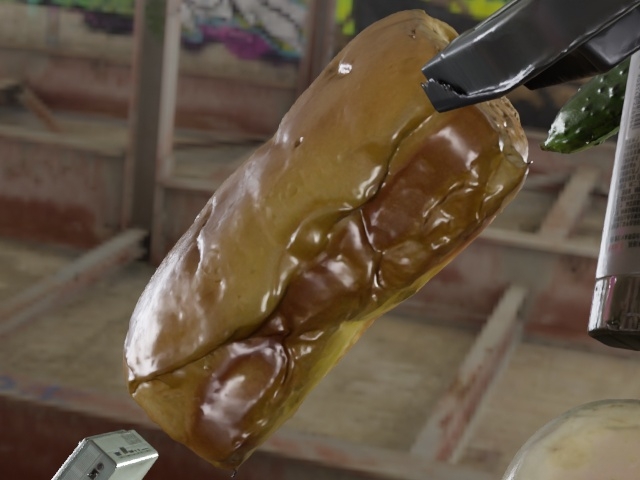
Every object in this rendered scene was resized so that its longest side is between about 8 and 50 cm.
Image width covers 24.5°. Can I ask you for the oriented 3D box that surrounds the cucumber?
[{"bbox_3d":[0.284,-0.143,1.292,0.069,0.227,0.069,40,-154,-24],"label":"cucumber"}]

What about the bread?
[{"bbox_3d":[-0.005,-0.003,1.046,0.149,0.344,0.195,42,-163,-6],"label":"bread"}]

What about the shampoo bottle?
[{"bbox_3d":[0.241,-0.038,1.013,0.086,0.227,0.056,-4,158,44],"label":"shampoo bottle"}]

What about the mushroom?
[{"bbox_3d":[0.273,0.266,1.283,0.246,0.202,0.246,-13,-130,15],"label":"mushroom"}]

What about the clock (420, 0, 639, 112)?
[{"bbox_3d":[0.173,-0.143,0.656,0.279,0.049,0.273,-35,-176,2],"label":"clock"}]

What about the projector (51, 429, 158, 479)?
[{"bbox_3d":[-0.270,0.289,1.702,0.061,0.147,0.115,42,-168,17],"label":"projector"}]
